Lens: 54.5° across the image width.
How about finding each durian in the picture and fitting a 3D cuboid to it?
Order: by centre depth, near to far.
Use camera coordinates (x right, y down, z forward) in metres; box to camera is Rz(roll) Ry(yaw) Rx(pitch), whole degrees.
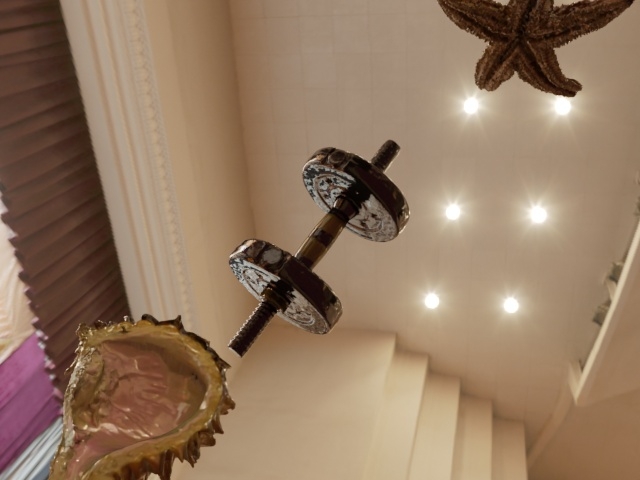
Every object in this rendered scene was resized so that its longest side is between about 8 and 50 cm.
[{"bbox_3d":[-0.143,0.148,0.462,0.140,0.224,0.078,16,-59,-5],"label":"durian"}]

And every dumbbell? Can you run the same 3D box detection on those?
[{"bbox_3d":[0.000,0.000,0.726,0.143,0.325,0.143,32,-21,14],"label":"dumbbell"}]

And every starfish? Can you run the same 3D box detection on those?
[{"bbox_3d":[0.231,-0.242,0.711,0.241,0.043,0.227,21,-29,-22],"label":"starfish"}]
